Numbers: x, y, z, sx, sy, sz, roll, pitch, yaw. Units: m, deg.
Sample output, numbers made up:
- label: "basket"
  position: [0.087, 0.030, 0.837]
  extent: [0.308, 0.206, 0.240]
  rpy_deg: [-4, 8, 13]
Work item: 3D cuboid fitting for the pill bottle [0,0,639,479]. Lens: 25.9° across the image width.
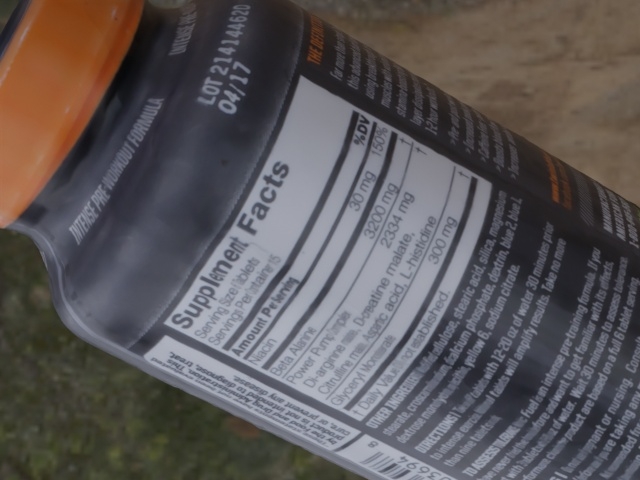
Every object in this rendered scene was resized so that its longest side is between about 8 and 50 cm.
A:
- label: "pill bottle"
  position: [0.000, 0.000, 0.466]
  extent: [0.245, 0.130, 0.130]
  rpy_deg: [29, 155, -16]
